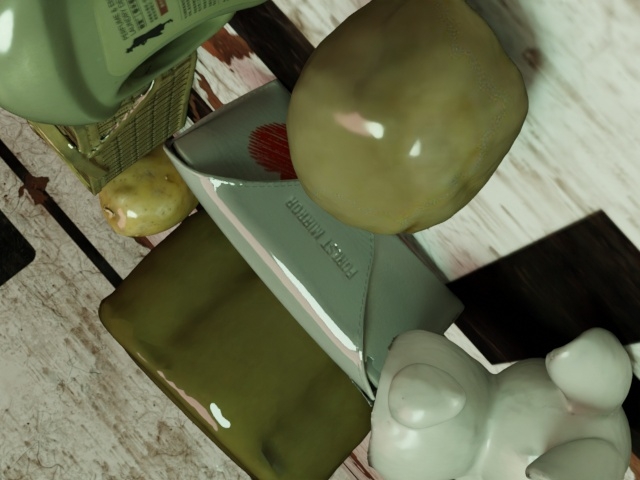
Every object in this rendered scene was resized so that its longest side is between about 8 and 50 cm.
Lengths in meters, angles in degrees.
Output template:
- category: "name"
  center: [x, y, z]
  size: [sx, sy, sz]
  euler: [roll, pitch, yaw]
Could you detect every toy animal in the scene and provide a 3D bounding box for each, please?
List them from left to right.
- category: "toy animal"
  center: [0.132, 0.134, 0.606]
  size: [0.193, 0.127, 0.178]
  euler: [7, 158, 24]

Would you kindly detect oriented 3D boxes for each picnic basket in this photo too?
- category: "picnic basket"
  center: [-0.289, -0.207, 0.943]
  size: [0.228, 0.175, 0.313]
  euler: [50, 165, -1]

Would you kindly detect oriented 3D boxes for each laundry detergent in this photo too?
- category: "laundry detergent"
  center: [-0.111, -0.148, 0.432]
  size: [0.091, 0.253, 0.181]
  euler: [43, 164, 18]

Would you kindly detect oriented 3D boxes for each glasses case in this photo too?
- category: "glasses case"
  center: [0.002, -0.002, 0.707]
  size: [0.308, 0.128, 0.083]
  euler: [50, 174, -6]

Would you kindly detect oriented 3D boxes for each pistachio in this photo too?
- category: "pistachio"
  center: [0.042, -0.070, 0.470]
  size: [0.136, 0.136, 0.226]
  euler: [50, 172, -2]

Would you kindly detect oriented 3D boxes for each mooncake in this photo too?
- category: "mooncake"
  center: [-0.118, 0.176, 1.249]
  size: [0.467, 0.262, 0.467]
  euler: [42, 164, 16]

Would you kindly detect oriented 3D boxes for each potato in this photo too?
- category: "potato"
  center: [-0.236, -0.075, 1.143]
  size: [0.118, 0.178, 0.109]
  euler: [41, 129, 6]

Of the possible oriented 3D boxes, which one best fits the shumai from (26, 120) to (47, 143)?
- category: "shumai"
  center: [-0.330, -0.178, 1.167]
  size: [0.153, 0.161, 0.209]
  euler: [44, 147, 31]
